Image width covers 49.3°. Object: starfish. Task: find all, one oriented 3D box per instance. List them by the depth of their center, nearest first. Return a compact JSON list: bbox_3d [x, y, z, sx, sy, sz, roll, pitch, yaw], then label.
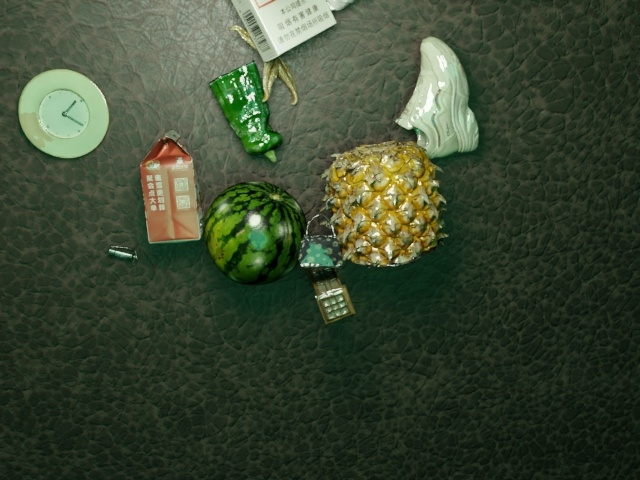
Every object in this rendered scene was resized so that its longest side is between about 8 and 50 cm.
[{"bbox_3d":[-0.135,-0.468,1.855,0.050,0.138,0.247,-14,107,44],"label":"starfish"}]

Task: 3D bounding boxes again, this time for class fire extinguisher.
[{"bbox_3d":[-0.558,0.037,1.982,0.083,0.025,0.038,16,79,-11],"label":"fire extinguisher"}]

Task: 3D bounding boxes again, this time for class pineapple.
[{"bbox_3d":[0.164,-0.107,1.875,0.353,0.352,0.300,-15,107,-3],"label":"pineapple"}]

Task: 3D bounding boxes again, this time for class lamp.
[{"bbox_3d":[0.019,0.125,1.922,0.090,0.325,0.089,-21,107,-2],"label":"lamp"}]

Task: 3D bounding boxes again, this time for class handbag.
[{"bbox_3d":[0.000,0.000,1.804,0.115,0.072,0.139,1,95,-5],"label":"handbag"},{"bbox_3d":[-0.401,-0.149,1.884,0.151,0.171,0.298,-5,102,-2],"label":"handbag"}]

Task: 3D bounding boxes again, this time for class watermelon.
[{"bbox_3d":[-0.174,-0.018,1.880,0.285,0.285,0.285,-2,105,-7],"label":"watermelon"}]

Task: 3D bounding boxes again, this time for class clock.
[{"bbox_3d":[-0.684,-0.338,1.866,0.235,0.029,0.234,-2,103,-7],"label":"clock"}]

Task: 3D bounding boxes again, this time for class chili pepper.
[{"bbox_3d":[-0.185,-0.335,1.892,0.136,0.099,0.270,-27,104,-11],"label":"chili pepper"}]

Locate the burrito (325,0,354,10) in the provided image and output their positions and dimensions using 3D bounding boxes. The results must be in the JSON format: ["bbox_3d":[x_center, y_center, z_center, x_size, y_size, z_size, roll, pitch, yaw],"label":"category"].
[{"bbox_3d":[0.155,-0.748,1.706,0.101,0.139,0.445,37,137,-13],"label":"burrito"}]

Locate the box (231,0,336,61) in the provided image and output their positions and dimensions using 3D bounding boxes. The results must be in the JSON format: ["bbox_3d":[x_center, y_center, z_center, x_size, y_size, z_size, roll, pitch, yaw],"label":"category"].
[{"bbox_3d":[-0.128,-0.652,1.773,0.210,0.095,0.330,-37,106,-26],"label":"box"}]

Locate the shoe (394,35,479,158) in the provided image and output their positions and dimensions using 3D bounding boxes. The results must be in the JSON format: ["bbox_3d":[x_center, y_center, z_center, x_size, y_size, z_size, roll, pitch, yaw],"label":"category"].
[{"bbox_3d":[0.301,-0.377,1.923,0.211,0.132,0.341,-22,110,-4],"label":"shoe"}]
